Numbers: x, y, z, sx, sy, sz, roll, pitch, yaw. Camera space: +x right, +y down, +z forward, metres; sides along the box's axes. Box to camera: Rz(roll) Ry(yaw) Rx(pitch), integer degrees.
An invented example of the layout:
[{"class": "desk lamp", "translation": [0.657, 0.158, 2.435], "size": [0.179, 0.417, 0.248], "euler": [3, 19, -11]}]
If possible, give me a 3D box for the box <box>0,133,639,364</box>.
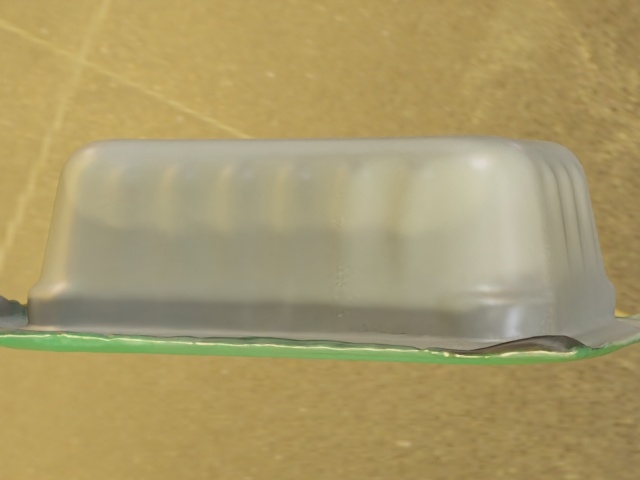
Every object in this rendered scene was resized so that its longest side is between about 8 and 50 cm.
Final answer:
[{"class": "box", "translation": [0.000, 0.000, 1.007], "size": [0.337, 0.264, 0.106], "euler": [0, 92, 20]}]
